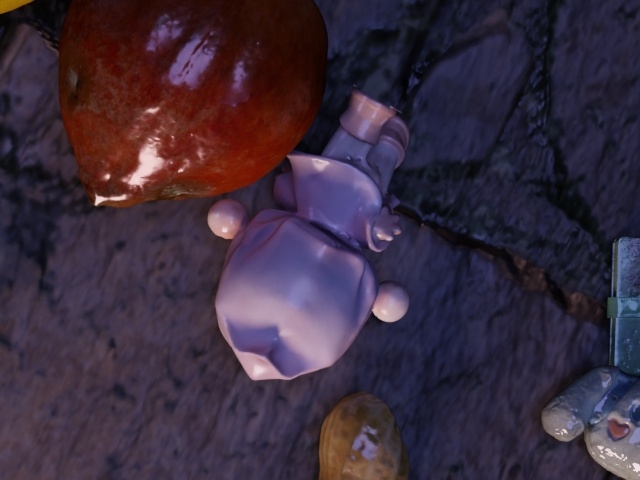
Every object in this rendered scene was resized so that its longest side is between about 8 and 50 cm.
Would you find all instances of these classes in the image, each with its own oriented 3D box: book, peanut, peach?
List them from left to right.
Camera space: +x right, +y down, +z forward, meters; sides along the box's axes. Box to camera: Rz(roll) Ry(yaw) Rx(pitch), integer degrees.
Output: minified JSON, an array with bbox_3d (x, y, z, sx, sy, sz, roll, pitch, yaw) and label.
[{"bbox_3d":[-0.123,-0.137,1.618,0.232,0.232,0.256,37,65,-7],"label":"peach"},{"bbox_3d":[0.031,0.233,1.709,0.089,0.089,0.192,14,90,-9],"label":"peanut"},{"bbox_3d":[0.321,0.065,1.794,0.103,0.017,0.135,3,88,-10],"label":"book"}]

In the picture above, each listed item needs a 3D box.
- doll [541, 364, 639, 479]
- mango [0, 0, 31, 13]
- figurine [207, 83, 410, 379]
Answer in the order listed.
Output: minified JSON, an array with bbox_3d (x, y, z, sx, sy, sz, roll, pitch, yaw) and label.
[{"bbox_3d":[0.310,0.180,1.763,0.214,0.071,0.103,20,79,-3],"label":"doll"},{"bbox_3d":[-0.261,-0.375,1.609,0.445,0.220,0.301,-38,87,-10],"label":"mango"},{"bbox_3d":[0.000,0.001,1.683,0.200,0.133,0.276,26,83,-4],"label":"figurine"}]
